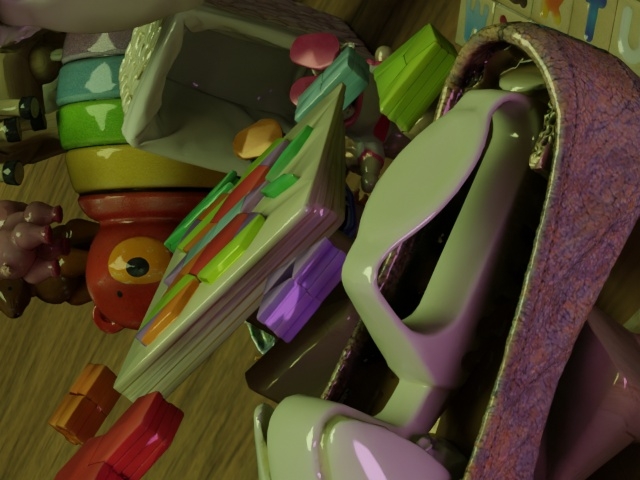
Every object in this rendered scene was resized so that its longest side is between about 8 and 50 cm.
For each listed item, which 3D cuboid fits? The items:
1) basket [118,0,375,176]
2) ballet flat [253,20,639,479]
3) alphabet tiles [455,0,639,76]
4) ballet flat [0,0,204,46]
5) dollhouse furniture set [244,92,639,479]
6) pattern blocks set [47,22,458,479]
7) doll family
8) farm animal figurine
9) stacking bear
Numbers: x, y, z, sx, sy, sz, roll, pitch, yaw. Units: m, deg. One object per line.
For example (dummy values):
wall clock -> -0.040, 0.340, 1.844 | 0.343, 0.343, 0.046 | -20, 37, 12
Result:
basket -> -0.055, -0.118, 1.108 | 0.113, 0.167, 0.103 | -64, 27, 24
ballet flat -> 0.033, 0.055, 0.590 | 0.107, 0.106, 0.316 | 9, 72, 44
alphabet tiles -> 0.152, -0.171, 0.870 | 0.237, 0.009, 0.198 | 43, 133, 54
ballet flat -> -0.075, -0.211, 1.009 | 0.147, 0.409, 0.147 | 161, 90, -78
dollhouse furniture set -> 0.087, 0.183, 0.737 | 0.394, 0.256, 0.362 | -43, 42, 16
pattern blocks set -> -0.040, 0.002, 0.754 | 0.285, 0.026, 0.325 | -47, 12, 7
doll family -> 0.000, 0.000, 0.989 | 0.118, 0.163, 0.263 | -10, 68, 25
farm animal figurine -> -0.294, -0.089, 1.338 | 0.330, 0.172, 0.327 | 73, -165, -63
stacking bear -> -0.138, -0.069, 1.245 | 0.164, 0.175, 0.289 | 126, 143, -89
